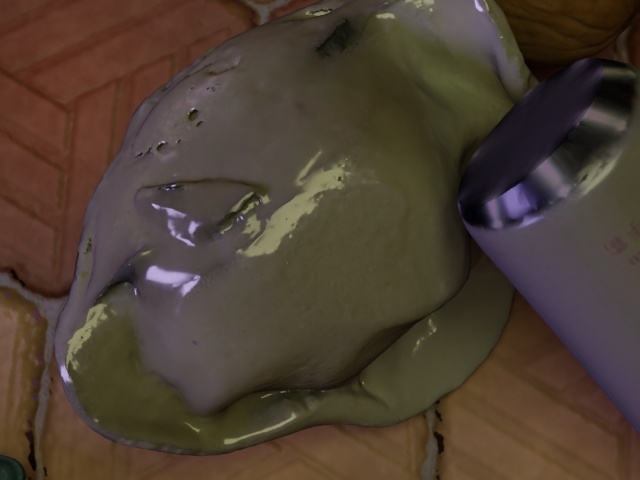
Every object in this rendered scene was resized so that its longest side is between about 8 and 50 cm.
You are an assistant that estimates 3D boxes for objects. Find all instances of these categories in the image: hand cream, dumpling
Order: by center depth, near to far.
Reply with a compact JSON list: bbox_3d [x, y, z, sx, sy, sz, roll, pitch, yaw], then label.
[{"bbox_3d":[0.221,0.056,0.927,0.358,0.118,0.185,44,75,-24],"label":"hand cream"},{"bbox_3d":[0.000,0.000,0.979,0.318,0.187,0.243,-48,122,-2],"label":"dumpling"}]

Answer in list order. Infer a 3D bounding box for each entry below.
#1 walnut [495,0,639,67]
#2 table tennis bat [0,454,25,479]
[{"bbox_3d":[0.112,-0.192,1.006,0.197,0.165,0.165,29,77,2],"label":"walnut"},{"bbox_3d":[-0.287,0.107,0.988,0.244,0.040,0.153,20,76,8],"label":"table tennis bat"}]
